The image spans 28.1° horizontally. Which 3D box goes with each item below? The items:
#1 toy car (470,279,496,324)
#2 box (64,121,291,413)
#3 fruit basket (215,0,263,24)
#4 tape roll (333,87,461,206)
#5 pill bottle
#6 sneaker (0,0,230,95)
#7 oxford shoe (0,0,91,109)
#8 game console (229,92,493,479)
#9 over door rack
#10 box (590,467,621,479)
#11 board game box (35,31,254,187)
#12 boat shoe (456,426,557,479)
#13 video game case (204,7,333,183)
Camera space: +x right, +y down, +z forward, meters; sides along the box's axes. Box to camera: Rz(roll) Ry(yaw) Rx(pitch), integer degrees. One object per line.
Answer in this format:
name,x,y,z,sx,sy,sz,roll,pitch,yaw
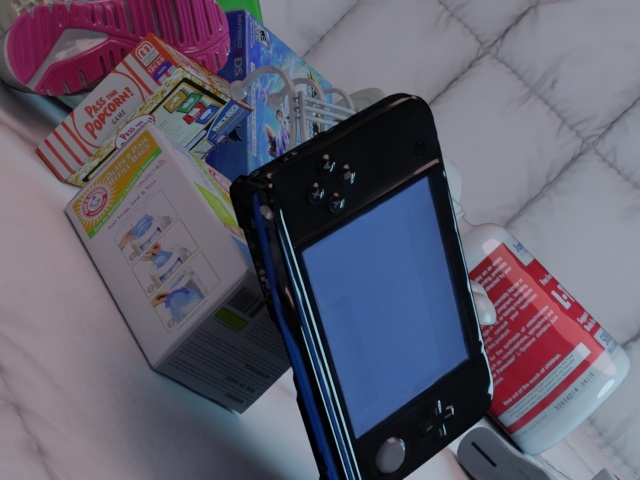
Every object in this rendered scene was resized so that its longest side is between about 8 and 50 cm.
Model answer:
toy car,0.161,0.135,1.774,0.136,0.159,0.182,11,11,-2
box,-0.099,0.018,1.002,0.114,0.103,0.203,36,12,-47
fruit basket,-0.269,-0.393,1.792,0.392,0.283,0.392,59,-4,6
tape roll,0.056,-0.074,1.827,0.169,0.246,0.246,42,8,-22
pill bottle,0.276,0.123,2.038,0.407,0.229,0.229,47,7,6
sneaker,-0.203,-0.193,1.225,0.252,0.103,0.111,-10,10,-38
oxford shoe,-0.215,-0.184,1.429,0.449,0.130,0.169,19,71,-59
game console,0.056,0.082,0.881,0.173,0.250,0.293,20,-47,49
over door rack,0.000,0.000,1.274,0.239,0.108,0.324,-5,79,-73
box,0.391,0.408,1.564,0.182,0.119,0.181,42,9,-25
board game box,-0.156,-0.103,1.182,0.045,0.147,0.193,48,7,15
boat shoe,0.240,0.294,1.478,0.076,0.083,0.226,40,8,-31
video game case,-0.053,-0.096,1.482,0.244,0.061,0.269,32,53,-63
